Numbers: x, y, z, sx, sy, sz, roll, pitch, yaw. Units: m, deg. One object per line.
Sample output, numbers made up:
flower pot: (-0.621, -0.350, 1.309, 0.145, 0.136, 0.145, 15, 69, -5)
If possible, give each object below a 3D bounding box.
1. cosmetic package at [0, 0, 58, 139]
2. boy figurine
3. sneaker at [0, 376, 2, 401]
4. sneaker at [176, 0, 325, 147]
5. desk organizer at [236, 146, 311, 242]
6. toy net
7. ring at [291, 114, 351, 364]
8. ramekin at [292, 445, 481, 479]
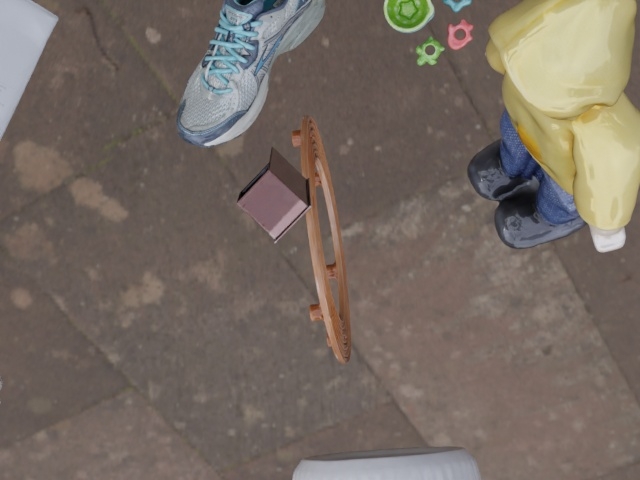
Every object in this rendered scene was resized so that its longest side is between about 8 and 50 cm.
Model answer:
cosmetic package: (-0.353, -0.133, 0.982, 0.086, 0.117, 0.231, 28, 78, -22)
boy figurine: (0.160, -0.076, 0.665, 0.092, 0.177, 0.285, -24, 164, 0)
sneaker: (-0.485, 0.212, 1.314, 0.111, 0.252, 0.102, -22, 90, -31)
sneaker: (-0.105, -0.251, 1.238, 0.110, 0.283, 0.122, 26, 167, 19)
desk organizer: (-0.043, -0.046, 0.916, 0.050, 0.130, 0.047, 43, 99, -11)
toy net: (0.208, -0.357, 1.397, 0.232, 0.045, 0.122, -36, 88, 10)
ring: (0.000, 0.000, 1.313, 0.032, 0.336, 0.336, -8, 126, 6)
ramekin: (0.086, 0.333, 1.246, 0.273, 0.127, 0.273, -3, 170, -1)
